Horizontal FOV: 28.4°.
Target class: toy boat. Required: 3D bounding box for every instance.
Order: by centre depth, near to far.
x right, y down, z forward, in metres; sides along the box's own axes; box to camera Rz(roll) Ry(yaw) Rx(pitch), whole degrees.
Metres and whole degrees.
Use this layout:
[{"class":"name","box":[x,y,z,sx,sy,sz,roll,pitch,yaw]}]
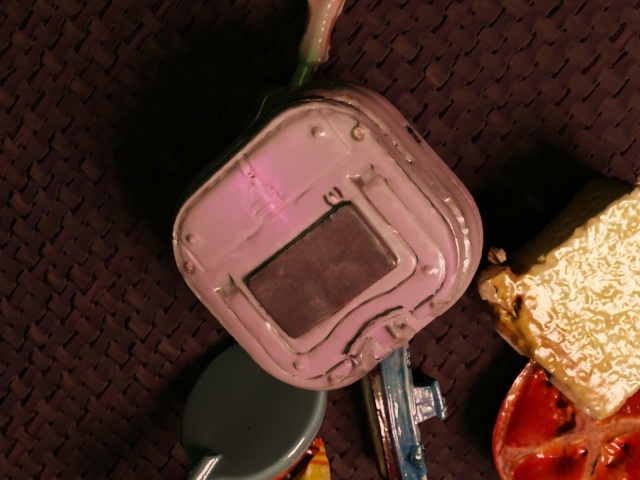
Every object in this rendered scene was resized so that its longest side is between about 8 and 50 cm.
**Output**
[{"class":"toy boat","box":[0.066,0.126,0.989,0.060,0.060,0.137,-15,94,-15]}]

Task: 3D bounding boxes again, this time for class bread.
[{"class":"bread","box":[0.201,0.037,0.922,0.147,0.127,0.152,-38,91,8]}]

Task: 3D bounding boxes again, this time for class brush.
[{"class":"brush","box":[-0.009,-0.132,0.960,0.084,0.071,0.301,19,99,9]}]

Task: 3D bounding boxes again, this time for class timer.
[{"class":"timer","box":[0.000,0.000,0.904,0.208,0.069,0.191,-41,92,24]}]

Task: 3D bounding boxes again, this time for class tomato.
[{"class":"tomato","box":[0.210,0.155,0.952,0.155,0.069,0.156,-8,69,22]}]

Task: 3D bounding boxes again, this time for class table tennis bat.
[{"class":"table tennis bat","box":[-0.073,0.160,0.977,0.124,0.033,0.201,21,72,38]}]

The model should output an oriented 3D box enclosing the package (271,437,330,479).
[{"class":"package","box":[-0.014,0.310,0.993,0.223,0.108,0.288,-34,85,5]}]
